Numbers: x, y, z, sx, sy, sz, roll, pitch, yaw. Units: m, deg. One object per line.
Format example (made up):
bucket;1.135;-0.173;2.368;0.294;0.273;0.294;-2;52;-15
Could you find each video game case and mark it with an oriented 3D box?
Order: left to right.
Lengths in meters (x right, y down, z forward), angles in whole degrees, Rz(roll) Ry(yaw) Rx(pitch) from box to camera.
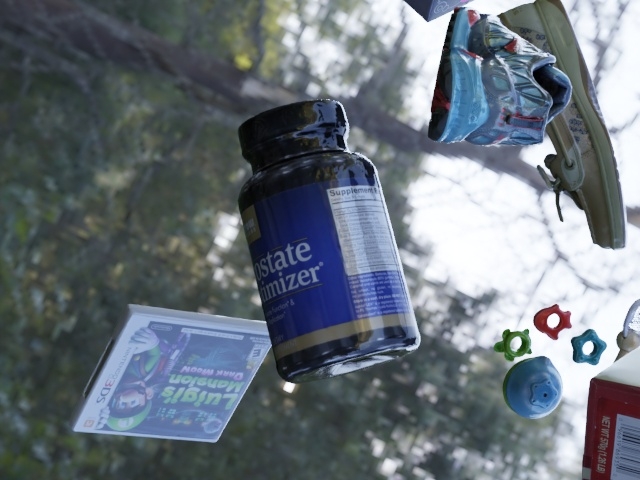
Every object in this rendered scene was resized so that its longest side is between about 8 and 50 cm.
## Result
video game case;-0.163;0.152;1.756;0.173;0.190;0.022;-60;-140;26

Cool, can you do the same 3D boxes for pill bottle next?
pill bottle;0.000;0.000;1.318;0.123;0.122;0.219;-34;-112;60

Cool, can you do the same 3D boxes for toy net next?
toy net;0.305;0.109;1.751;0.232;0.122;0.045;-23;-169;-9

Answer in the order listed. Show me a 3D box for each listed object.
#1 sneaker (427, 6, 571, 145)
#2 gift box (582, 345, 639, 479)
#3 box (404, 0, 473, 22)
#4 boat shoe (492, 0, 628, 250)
sneaker;0.169;-0.141;1.471;0.262;0.125;0.104;-72;174;-65
gift box;0.383;0.205;1.503;0.258;0.276;0.255;-18;120;-53
box;0.146;-0.416;1.868;0.142;0.163;0.247;-28;151;-31
boat shoe;0.259;-0.119;1.686;0.104;0.089;0.285;27;46;-78
